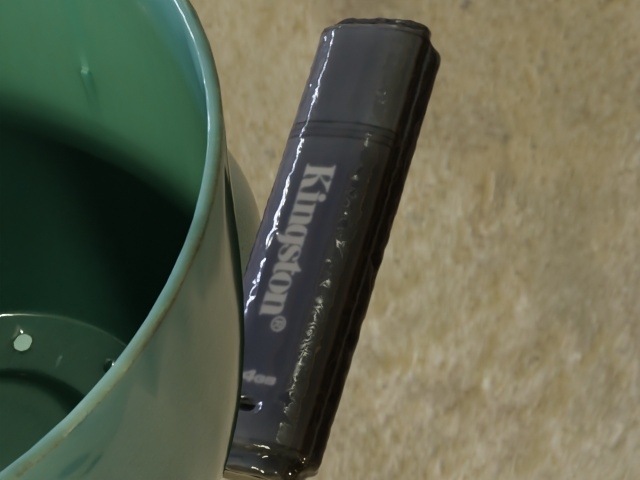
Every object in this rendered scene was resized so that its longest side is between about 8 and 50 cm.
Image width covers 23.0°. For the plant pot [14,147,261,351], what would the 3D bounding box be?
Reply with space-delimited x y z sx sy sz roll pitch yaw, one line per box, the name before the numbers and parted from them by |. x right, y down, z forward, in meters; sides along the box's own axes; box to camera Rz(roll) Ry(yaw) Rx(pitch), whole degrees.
plant pot | -0.176 -0.002 1.179 0.290 0.195 0.290 2 78 -8

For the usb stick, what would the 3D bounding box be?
usb stick | 0.000 0.000 0.869 0.077 0.045 0.278 9 68 22

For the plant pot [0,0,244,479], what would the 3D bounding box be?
plant pot | -0.160 0.042 0.605 0.293 0.235 0.293 -4 56 6
